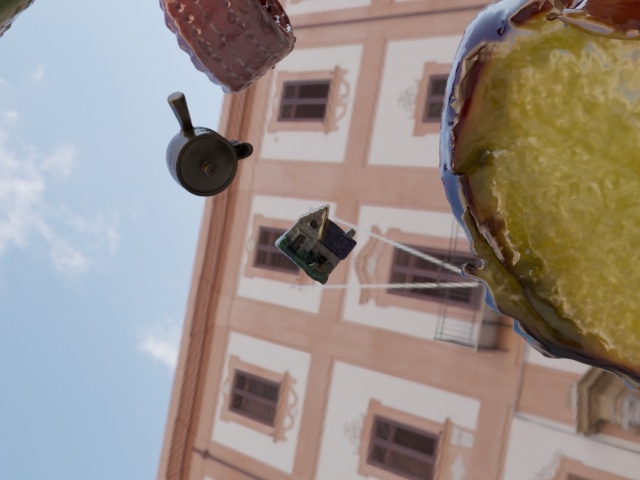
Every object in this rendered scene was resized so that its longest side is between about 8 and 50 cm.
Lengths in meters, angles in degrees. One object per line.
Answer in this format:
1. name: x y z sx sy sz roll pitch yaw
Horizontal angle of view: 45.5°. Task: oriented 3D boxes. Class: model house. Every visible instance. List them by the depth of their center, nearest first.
1. model house: 0.000 0.000 1.181 0.100 0.088 0.100 42 -86 -1

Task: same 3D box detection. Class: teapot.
1. teapot: -0.122 -0.104 0.774 0.085 0.080 0.110 -29 -60 -16

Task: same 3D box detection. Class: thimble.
1. thimble: -0.125 -0.303 1.043 0.189 0.125 0.163 61 -163 13

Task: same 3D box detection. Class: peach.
1. peach: 0.311 -0.064 0.699 0.353 0.339 0.416 3 -131 -28

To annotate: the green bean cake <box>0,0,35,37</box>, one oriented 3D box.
1. green bean cake: -0.231 -0.160 0.320 0.222 0.248 0.125 39 -92 -33
